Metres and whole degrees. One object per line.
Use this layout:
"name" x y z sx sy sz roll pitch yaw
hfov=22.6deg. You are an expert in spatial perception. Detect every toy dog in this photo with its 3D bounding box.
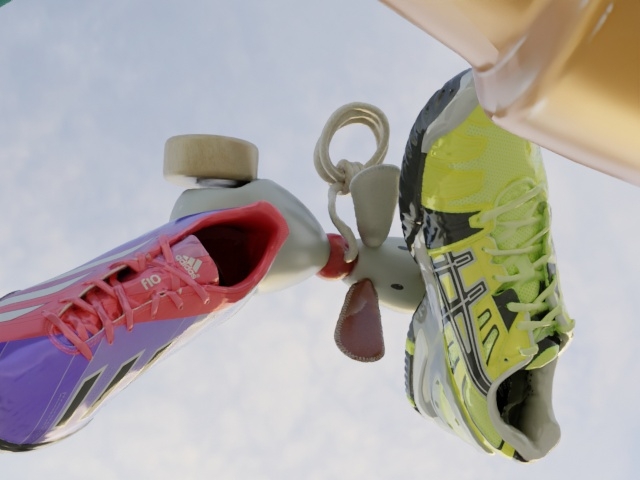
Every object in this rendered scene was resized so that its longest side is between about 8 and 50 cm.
"toy dog" 0.000 0.000 1.394 0.333 0.161 0.220 -14 -80 -38

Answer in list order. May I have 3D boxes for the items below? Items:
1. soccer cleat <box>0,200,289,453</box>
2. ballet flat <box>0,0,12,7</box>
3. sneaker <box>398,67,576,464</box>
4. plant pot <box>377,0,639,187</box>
"soccer cleat" -0.138 0.048 1.140 0.116 0.318 0.109 -37 -94 34
"ballet flat" -0.313 -0.145 0.996 0.182 0.164 0.483 53 -122 -23
"sneaker" 0.163 0.024 1.389 0.145 0.147 0.385 -28 -50 -28
"plant pot" 0.038 -0.134 0.361 0.188 0.205 0.205 20 -66 -5
